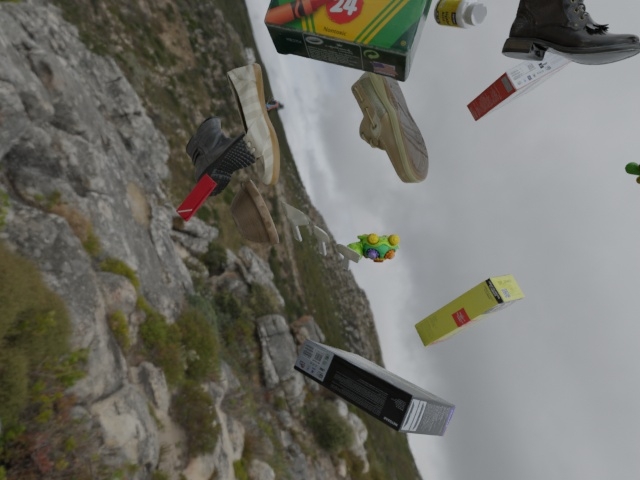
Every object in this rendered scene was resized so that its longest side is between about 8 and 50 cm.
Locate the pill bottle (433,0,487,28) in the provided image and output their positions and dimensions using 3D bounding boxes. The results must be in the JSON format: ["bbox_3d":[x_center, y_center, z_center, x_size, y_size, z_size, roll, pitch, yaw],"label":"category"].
[{"bbox_3d":[0.318,-0.517,1.075,0.116,0.065,0.065,41,-28,50],"label":"pill bottle"}]

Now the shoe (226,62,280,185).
[{"bbox_3d":[-0.118,-0.201,0.834,0.076,0.058,0.219,156,-76,-69],"label":"shoe"}]

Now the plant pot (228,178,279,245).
[{"bbox_3d":[-0.239,-0.078,1.610,0.238,0.109,0.237,62,-10,20],"label":"plant pot"}]

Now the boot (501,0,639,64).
[{"bbox_3d":[0.464,-0.450,0.860,0.091,0.262,0.229,-6,111,-54],"label":"boot"}]

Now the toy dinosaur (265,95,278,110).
[{"bbox_3d":[-0.167,-0.394,1.404,0.047,0.082,0.090,60,-41,47],"label":"toy dinosaur"}]

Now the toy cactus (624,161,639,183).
[{"bbox_3d":[0.811,-0.133,1.056,0.112,0.218,0.181,105,7,-46],"label":"toy cactus"}]

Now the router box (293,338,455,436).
[{"bbox_3d":[0.126,0.343,1.110,0.308,0.081,0.242,18,-8,42],"label":"router box"}]

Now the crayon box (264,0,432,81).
[{"bbox_3d":[0.069,-0.404,0.656,0.081,0.202,0.319,43,64,-78],"label":"crayon box"}]

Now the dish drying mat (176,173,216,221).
[{"bbox_3d":[-0.212,-0.073,0.808,0.032,0.083,0.008,42,6,24],"label":"dish drying mat"}]

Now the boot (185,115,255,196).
[{"bbox_3d":[-0.308,-0.319,1.508,0.118,0.338,0.223,20,42,-54],"label":"boot"}]

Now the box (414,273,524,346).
[{"bbox_3d":[0.313,0.154,1.019,0.232,0.087,0.058,-44,-121,42],"label":"box"}]

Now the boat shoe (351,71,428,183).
[{"bbox_3d":[0.135,-0.231,0.973,0.109,0.098,0.303,20,47,-48],"label":"boat shoe"}]

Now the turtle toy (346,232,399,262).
[{"bbox_3d":[0.120,0.018,1.093,0.095,0.130,0.066,174,-82,-82],"label":"turtle toy"}]

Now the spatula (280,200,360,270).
[{"bbox_3d":[0.000,0.000,0.897,0.168,0.019,0.242,30,-8,7],"label":"spatula"}]

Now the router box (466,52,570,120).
[{"bbox_3d":[0.803,-0.637,1.899,0.082,0.335,0.301,60,-13,2],"label":"router box"}]
